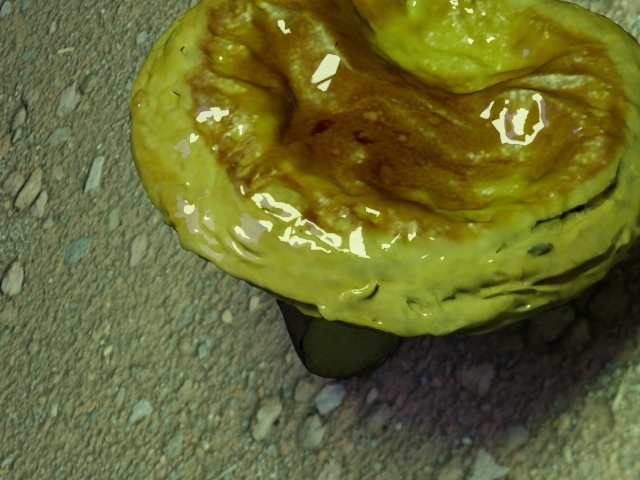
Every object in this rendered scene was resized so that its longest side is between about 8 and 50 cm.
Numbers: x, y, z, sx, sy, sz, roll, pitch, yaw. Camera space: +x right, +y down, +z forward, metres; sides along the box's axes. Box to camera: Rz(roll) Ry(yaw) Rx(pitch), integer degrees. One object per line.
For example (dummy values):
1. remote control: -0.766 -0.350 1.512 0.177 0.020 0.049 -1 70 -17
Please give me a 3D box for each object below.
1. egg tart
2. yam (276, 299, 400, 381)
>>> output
1. egg tart: 0.061 -0.070 1.145 0.178 0.443 0.443 97 158 -47
2. yam: -0.002 0.000 1.286 0.129 0.128 0.238 -45 45 21
